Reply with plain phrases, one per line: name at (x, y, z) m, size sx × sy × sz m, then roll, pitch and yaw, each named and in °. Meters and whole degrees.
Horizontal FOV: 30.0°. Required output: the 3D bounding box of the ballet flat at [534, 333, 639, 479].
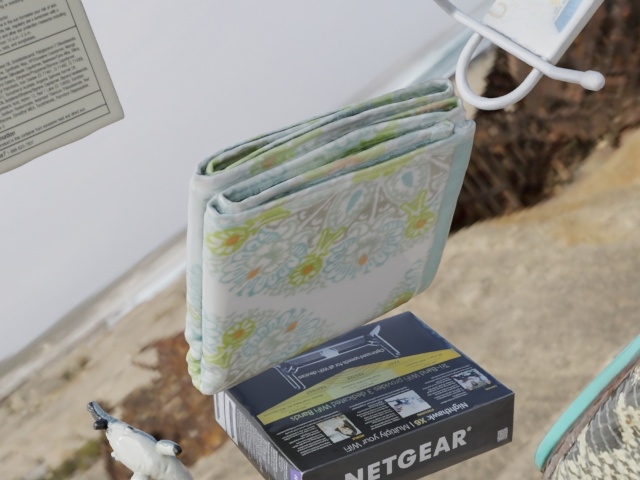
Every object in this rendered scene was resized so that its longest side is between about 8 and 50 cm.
ballet flat at (0.253, 0.007, 0.491) m, size 0.164 × 0.182 × 0.483 m, roll -9°, pitch -46°, yaw -38°

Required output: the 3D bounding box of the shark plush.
shark plush at (-0.227, 0.256, 1.451) m, size 0.073 × 0.161 × 0.067 m, roll -67°, pitch -18°, yaw -1°

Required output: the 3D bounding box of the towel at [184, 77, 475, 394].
towel at (0.000, 0.000, 1.326) m, size 0.320 × 0.090 × 0.374 m, roll -22°, pitch -32°, yaw -21°

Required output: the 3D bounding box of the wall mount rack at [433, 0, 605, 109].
wall mount rack at (0.275, -0.287, 1.280) m, size 0.350 × 0.304 × 0.130 m, roll -54°, pitch -41°, yaw 6°

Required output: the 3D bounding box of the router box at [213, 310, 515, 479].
router box at (0.052, 0.212, 1.515) m, size 0.308 × 0.081 × 0.243 m, roll -15°, pitch 30°, yaw -25°

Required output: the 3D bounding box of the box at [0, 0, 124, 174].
box at (-0.276, -0.169, 0.909) m, size 0.148 × 0.232 × 0.126 m, roll -30°, pitch 19°, yaw -35°
